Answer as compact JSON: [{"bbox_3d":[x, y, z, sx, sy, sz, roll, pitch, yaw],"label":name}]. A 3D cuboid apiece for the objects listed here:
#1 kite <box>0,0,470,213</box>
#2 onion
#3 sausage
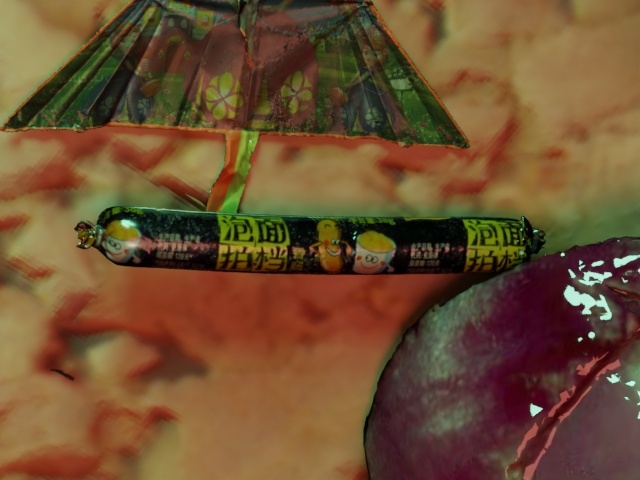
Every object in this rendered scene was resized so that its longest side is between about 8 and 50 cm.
[{"bbox_3d":[-0.029,-0.060,0.678,0.190,0.010,0.159,1,117,-12],"label":"kite"},{"bbox_3d":[0.141,0.126,0.715,0.250,0.111,0.247,-9,117,14],"label":"onion"},{"bbox_3d":[0.000,0.000,0.699,0.198,0.025,0.028,2,129,-18],"label":"sausage"}]
